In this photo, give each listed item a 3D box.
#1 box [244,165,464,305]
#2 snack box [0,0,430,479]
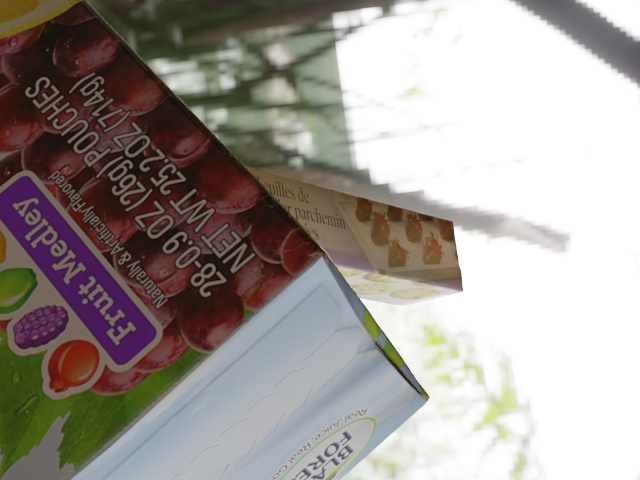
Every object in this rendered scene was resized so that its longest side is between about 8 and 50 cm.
[{"bbox_3d":[0.000,0.000,1.410,0.324,0.067,0.063,13,65,-56],"label":"box"},{"bbox_3d":[-0.109,0.013,0.389,0.207,0.174,0.070,47,-4,37],"label":"snack box"}]
